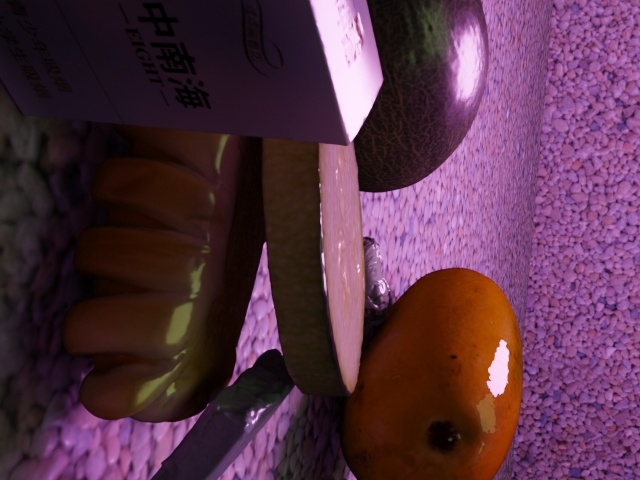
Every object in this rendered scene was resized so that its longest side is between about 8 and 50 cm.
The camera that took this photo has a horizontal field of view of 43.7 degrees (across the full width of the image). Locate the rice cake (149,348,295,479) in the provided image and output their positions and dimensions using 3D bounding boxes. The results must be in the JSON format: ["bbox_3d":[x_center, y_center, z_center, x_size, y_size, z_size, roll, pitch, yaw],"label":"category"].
[{"bbox_3d":[-0.110,0.186,0.617,0.237,0.043,0.127,-50,173,24],"label":"rice cake"}]

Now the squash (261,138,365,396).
[{"bbox_3d":[0.000,0.000,0.630,0.252,0.048,0.252,-3,90,-82],"label":"squash"}]

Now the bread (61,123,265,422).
[{"bbox_3d":[-0.108,-0.019,0.616,0.173,0.121,0.311,49,52,-73],"label":"bread"}]

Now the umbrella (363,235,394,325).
[{"bbox_3d":[0.069,0.061,1.158,0.067,0.062,0.144,-27,117,-22],"label":"umbrella"}]

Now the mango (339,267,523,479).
[{"bbox_3d":[0.170,0.202,1.195,0.300,0.232,0.446,-58,-177,30],"label":"mango"}]

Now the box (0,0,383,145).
[{"bbox_3d":[-0.096,-0.138,0.452,0.155,0.242,0.067,71,36,-49],"label":"box"}]

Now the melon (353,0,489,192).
[{"bbox_3d":[0.048,-0.178,0.799,0.302,0.237,0.238,71,33,-57],"label":"melon"}]

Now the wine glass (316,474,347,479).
[{"bbox_3d":[-0.005,0.388,1.066,0.155,0.072,0.072,-45,137,-58],"label":"wine glass"}]
